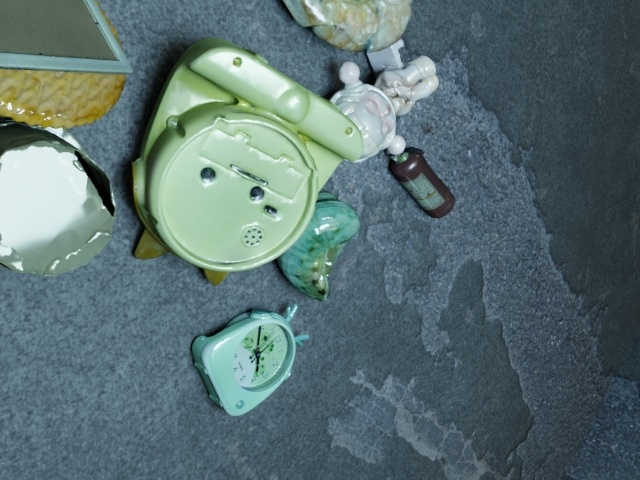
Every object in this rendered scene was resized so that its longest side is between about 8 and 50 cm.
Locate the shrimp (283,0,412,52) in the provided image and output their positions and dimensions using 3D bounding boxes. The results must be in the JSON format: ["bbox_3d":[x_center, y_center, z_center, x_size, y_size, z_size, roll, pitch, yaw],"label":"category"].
[{"bbox_3d":[0.019,-0.462,0.871,0.360,0.085,0.246,35,87,-28],"label":"shrimp"}]

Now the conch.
[{"bbox_3d":[-0.003,0.002,0.977,0.188,0.122,0.176,-61,150,-8],"label":"conch"}]

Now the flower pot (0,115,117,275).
[{"bbox_3d":[-0.337,-0.050,0.642,0.212,0.203,0.212,-12,108,-41],"label":"flower pot"}]

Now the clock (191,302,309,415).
[{"bbox_3d":[-0.112,0.198,0.969,0.211,0.066,0.159,-30,119,-31],"label":"clock"}]

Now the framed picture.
[{"bbox_3d":[-0.344,-0.269,0.549,0.231,0.018,0.293,61,25,-2],"label":"framed picture"}]

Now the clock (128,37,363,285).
[{"bbox_3d":[-0.127,-0.085,0.803,0.286,0.117,0.348,24,104,-32],"label":"clock"}]

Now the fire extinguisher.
[{"bbox_3d":[0.210,-0.135,1.129,0.231,0.099,0.071,43,69,-39],"label":"fire extinguisher"}]

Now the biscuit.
[{"bbox_3d":[-0.340,-0.238,0.619,0.254,0.035,0.253,29,46,-36],"label":"biscuit"}]

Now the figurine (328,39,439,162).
[{"bbox_3d":[0.086,-0.244,0.988,0.256,0.145,0.182,-46,146,-24],"label":"figurine"}]
